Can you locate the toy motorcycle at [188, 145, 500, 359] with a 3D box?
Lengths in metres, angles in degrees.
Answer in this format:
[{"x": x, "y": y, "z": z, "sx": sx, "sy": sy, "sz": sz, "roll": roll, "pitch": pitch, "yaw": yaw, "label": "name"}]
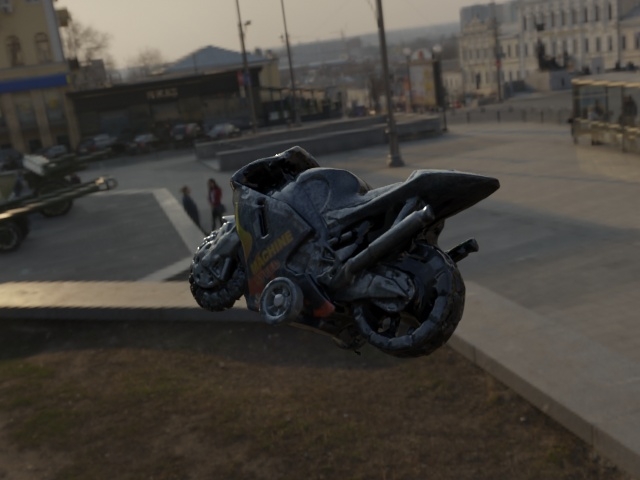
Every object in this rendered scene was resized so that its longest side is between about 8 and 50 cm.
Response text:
[{"x": 0.000, "y": 0.000, "z": 0.629, "sx": 0.307, "sy": 0.173, "sz": 0.108, "roll": 7, "pitch": -15, "yaw": 40, "label": "toy motorcycle"}]
